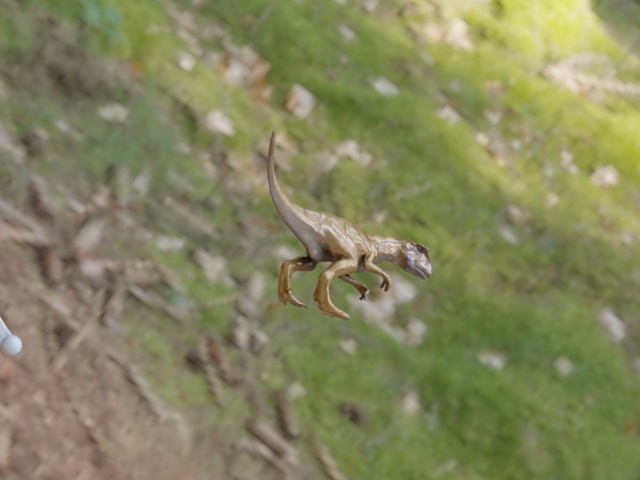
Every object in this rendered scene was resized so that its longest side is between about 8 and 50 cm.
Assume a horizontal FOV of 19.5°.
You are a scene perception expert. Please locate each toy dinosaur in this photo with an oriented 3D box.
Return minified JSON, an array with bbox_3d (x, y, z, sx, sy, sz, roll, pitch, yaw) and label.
[{"bbox_3d":[0.000,0.000,1.535,0.211,0.112,0.064,27,-13,-39],"label":"toy dinosaur"}]

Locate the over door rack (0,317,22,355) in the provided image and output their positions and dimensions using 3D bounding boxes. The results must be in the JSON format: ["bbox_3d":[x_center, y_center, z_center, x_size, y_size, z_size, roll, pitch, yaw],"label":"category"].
[{"bbox_3d":[-0.405,0.044,1.530,0.108,0.239,0.324,43,-19,46],"label":"over door rack"}]
